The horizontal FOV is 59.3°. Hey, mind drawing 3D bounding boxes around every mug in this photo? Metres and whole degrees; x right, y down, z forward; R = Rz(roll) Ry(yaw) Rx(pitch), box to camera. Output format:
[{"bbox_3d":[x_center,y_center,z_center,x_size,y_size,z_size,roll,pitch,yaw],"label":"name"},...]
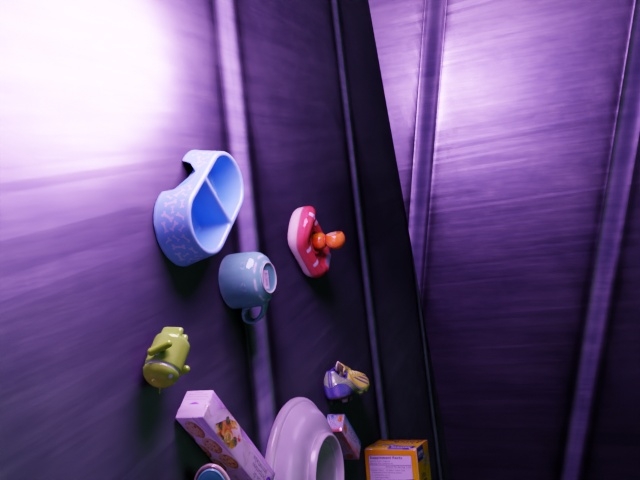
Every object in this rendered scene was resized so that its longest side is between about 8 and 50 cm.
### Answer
[{"bbox_3d":[-0.156,0.100,1.313,0.129,0.097,0.157,-76,149,-44],"label":"mug"}]

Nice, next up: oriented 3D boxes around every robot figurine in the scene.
[{"bbox_3d":[-0.276,0.212,1.010,0.101,0.067,0.115,78,18,-46],"label":"robot figurine"}]

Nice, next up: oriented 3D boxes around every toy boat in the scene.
[{"bbox_3d":[0.000,0.000,1.675,0.151,0.151,0.231,-78,151,-42],"label":"toy boat"}]

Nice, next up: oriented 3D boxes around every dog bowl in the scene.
[{"bbox_3d":[-0.244,-0.077,1.188,0.297,0.074,0.166,-73,148,-46],"label":"dog bowl"}]

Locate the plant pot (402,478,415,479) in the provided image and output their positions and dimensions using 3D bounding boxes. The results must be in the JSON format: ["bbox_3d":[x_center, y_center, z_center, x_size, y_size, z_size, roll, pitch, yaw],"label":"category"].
[{"bbox_3d":[0.154,0.819,1.639,0.237,0.254,0.237,-8,90,-68],"label":"plant pot"}]

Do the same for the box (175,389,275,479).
[{"bbox_3d":[-0.188,0.429,1.163,0.063,0.067,0.324,-72,148,-46],"label":"box"}]

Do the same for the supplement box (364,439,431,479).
[{"bbox_3d":[0.292,0.920,2.039,0.195,0.194,0.356,21,63,-66],"label":"supplement box"}]

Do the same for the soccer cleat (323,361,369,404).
[{"bbox_3d":[0.089,0.449,1.832,0.289,0.093,0.121,9,67,-68],"label":"soccer cleat"}]

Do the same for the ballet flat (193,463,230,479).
[{"bbox_3d":[-0.198,0.545,1.102,0.086,0.086,0.248,-17,100,-69],"label":"ballet flat"}]

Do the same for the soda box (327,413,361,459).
[{"bbox_3d":[0.072,0.619,1.772,0.063,0.058,0.183,-75,150,-45],"label":"soda box"}]

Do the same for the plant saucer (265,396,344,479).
[{"bbox_3d":[-0.018,0.619,1.485,0.400,0.100,0.400,-8,90,-68],"label":"plant saucer"}]
